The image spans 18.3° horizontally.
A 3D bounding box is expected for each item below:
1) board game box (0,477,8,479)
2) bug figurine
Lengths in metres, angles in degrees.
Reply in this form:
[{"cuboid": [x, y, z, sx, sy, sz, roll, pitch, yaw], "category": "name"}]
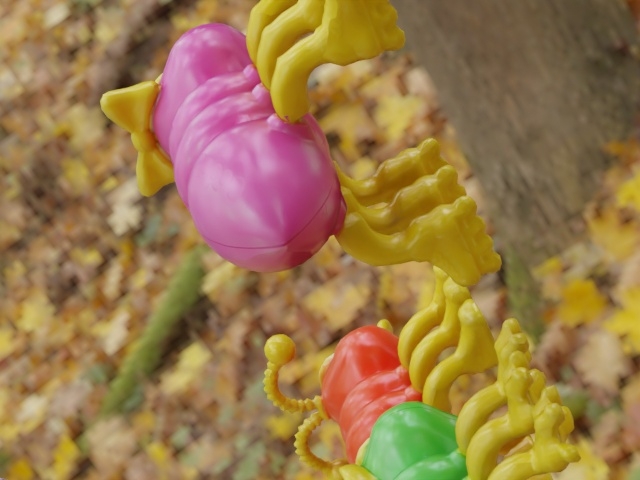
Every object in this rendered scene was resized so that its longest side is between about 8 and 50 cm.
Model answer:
[{"cuboid": [-0.305, 0.103, 0.767, 0.291, 0.232, 0.141, 17, 81, 12], "category": "board game box"}, {"cuboid": [0.000, 0.000, 0.536, 0.072, 0.279, 0.216, -26, 25, -1], "category": "bug figurine"}]
